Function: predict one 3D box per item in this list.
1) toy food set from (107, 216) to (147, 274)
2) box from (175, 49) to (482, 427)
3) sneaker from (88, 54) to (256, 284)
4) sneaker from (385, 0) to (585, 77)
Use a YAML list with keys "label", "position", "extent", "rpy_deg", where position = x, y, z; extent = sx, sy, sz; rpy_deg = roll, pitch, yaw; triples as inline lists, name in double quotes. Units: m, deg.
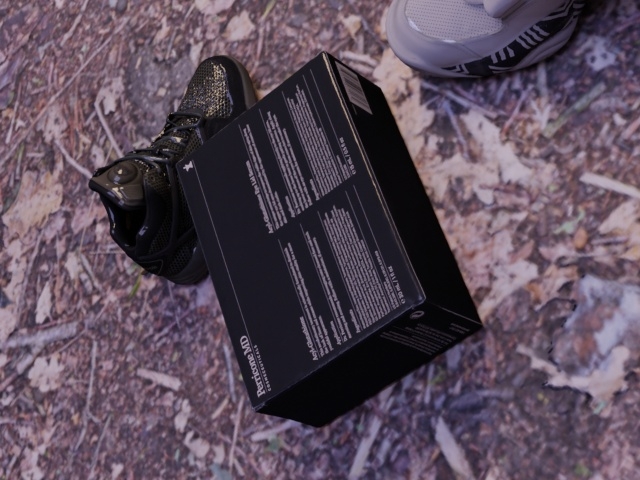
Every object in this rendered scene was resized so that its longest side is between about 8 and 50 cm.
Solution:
- label: "toy food set"
  position: [-0.184, -0.032, 1.380]
  extent: [0.078, 0.019, 0.122]
  rpy_deg: [-46, 52, 17]
- label: "box"
  position: [0.000, 0.000, 1.170]
  extent: [0.184, 0.103, 0.261]
  rpy_deg: [-33, 57, 22]
- label: "sneaker"
  position: [-0.138, -0.081, 1.291]
  extent: [0.087, 0.130, 0.227]
  rpy_deg: [13, 81, 38]
- label: "sneaker"
  position: [0.168, -0.257, 1.052]
  extent: [0.366, 0.210, 0.137]
  rpy_deg: [-23, 62, 31]
